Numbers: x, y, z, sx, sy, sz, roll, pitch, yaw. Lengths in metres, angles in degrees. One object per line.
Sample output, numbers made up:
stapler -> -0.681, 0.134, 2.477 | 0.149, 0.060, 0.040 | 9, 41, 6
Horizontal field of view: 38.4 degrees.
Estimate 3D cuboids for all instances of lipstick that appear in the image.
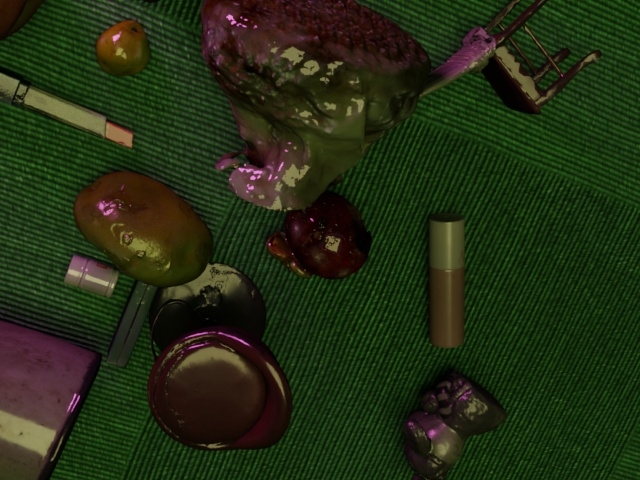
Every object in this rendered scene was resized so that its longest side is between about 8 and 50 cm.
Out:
lipstick -> -0.467, -0.235, 1.579 | 0.312, 0.051, 0.051 | 22, 101, -17
lipstick -> 0.244, 0.077, 1.775 | 0.070, 0.070, 0.254 | -5, 107, -8

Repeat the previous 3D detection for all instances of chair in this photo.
chair -> -0.182, 0.201, 1.568 | 0.227, 0.401, 0.226 | -3, 107, -10
chair -> 0.306, -0.292, 1.633 | 0.319, 0.160, 0.186 | -40, 107, 1

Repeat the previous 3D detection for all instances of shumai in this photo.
shumai -> -0.038, -0.235, 1.536 | 0.395, 0.395, 0.348 | 14, 124, -13

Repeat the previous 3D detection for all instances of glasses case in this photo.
glasses case -> -0.344, 0.140, 1.691 | 0.039, 0.078, 0.184 | 21, 102, -14

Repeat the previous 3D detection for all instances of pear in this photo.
pear -> -0.334, -0.326, 1.554 | 0.092, 0.092, 0.097 | 15, 104, -13

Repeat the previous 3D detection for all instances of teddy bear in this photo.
teddy bear -> 0.234, 0.361, 1.815 | 0.251, 0.144, 0.171 | -40, 131, -6

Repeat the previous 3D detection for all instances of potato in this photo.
potato -> -0.305, -0.020, 1.597 | 0.253, 0.186, 0.148 | 23, 116, -19

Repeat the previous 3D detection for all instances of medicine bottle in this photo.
medicine bottle -> -0.415, 0.066, 1.669 | 0.089, 0.057, 0.057 | 20, 102, -15

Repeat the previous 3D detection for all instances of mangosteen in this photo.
mangosteen -> 0.000, 0.000, 1.676 | 0.180, 0.166, 0.166 | -31, 111, 28

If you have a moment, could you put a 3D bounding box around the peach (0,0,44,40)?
peach -> -0.542, -0.423, 1.407 | 0.252, 0.252, 0.252 | -3, 107, -9

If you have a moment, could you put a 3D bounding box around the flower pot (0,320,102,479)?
flower pot -> -0.584, 0.269, 1.596 | 0.330, 0.293, 0.293 | 26, 101, -8

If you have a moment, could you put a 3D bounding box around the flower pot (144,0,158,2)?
flower pot -> -0.273, -0.516, 1.459 | 0.148, 0.235, 0.235 | 34, 99, 4
